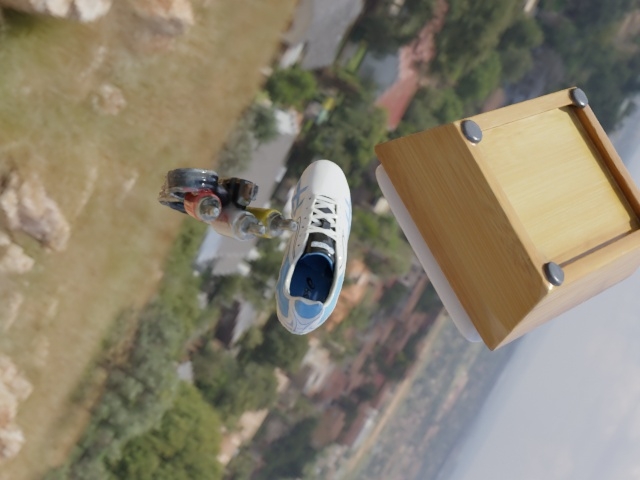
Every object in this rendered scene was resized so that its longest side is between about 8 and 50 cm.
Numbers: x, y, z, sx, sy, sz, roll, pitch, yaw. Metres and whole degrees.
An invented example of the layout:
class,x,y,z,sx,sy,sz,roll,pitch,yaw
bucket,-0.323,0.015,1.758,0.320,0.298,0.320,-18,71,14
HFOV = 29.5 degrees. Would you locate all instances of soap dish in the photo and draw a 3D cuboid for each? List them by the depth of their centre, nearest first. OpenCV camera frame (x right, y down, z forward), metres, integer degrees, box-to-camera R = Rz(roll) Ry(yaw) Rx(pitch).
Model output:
class,x,y,z,sx,sy,sz,roll,pitch,yaw
soap dish,0.212,-0.037,1.242,0.291,0.229,0.118,-20,168,-47

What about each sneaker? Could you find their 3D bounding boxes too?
class,x,y,z,sx,sy,sz,roll,pitch,yaw
sneaker,0.000,0.000,1.485,0.086,0.085,0.237,131,-27,-57

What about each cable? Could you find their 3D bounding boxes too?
class,x,y,z,sx,sy,sz,roll,pitch,yaw
cable,-0.147,-0.037,1.403,0.287,0.139,0.072,-2,-104,60
